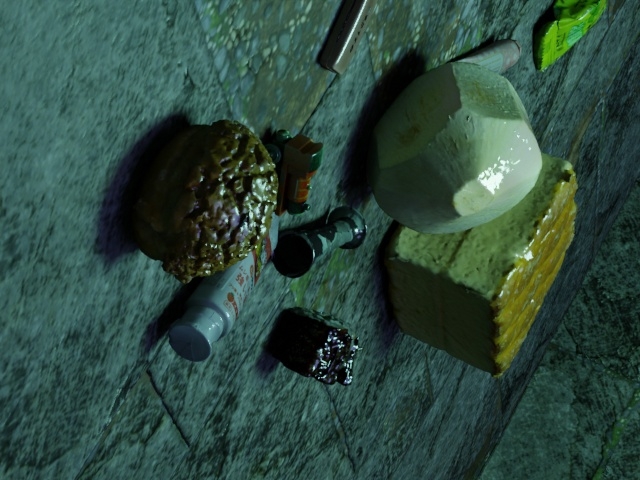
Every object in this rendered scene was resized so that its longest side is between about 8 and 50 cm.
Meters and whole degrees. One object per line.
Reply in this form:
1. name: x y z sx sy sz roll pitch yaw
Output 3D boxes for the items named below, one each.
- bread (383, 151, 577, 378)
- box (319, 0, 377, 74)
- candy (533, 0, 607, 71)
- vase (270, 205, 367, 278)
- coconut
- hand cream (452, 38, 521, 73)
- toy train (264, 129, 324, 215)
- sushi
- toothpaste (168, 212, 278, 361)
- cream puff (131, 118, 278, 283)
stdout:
1. bread: 0.244 0.014 2.377 0.279 0.207 0.279 -60 160 -20
2. box: 0.036 -0.245 1.785 0.115 0.025 0.048 -65 160 0
3. candy: 0.433 -0.397 2.597 0.246 0.069 0.149 -60 163 -13
4. vase: 0.000 0.000 1.934 0.167 0.059 0.059 -26 137 -62
5. coconut: 0.173 -0.108 2.041 0.197 0.236 0.237 50 62 -35
6. hand cream: 0.232 -0.252 2.281 0.209 0.043 0.067 -33 143 -49
7. toy train: -0.034 -0.072 1.746 0.044 0.064 0.103 -44 151 -50
8. sushi: -0.004 0.134 2.024 0.094 0.098 0.084 18 94 -66
9. toothpaste: -0.097 0.041 1.749 0.234 0.057 0.089 -59 159 -46
10. cream puff: -0.104 -0.037 1.522 0.165 0.115 0.150 -63 157 -3
